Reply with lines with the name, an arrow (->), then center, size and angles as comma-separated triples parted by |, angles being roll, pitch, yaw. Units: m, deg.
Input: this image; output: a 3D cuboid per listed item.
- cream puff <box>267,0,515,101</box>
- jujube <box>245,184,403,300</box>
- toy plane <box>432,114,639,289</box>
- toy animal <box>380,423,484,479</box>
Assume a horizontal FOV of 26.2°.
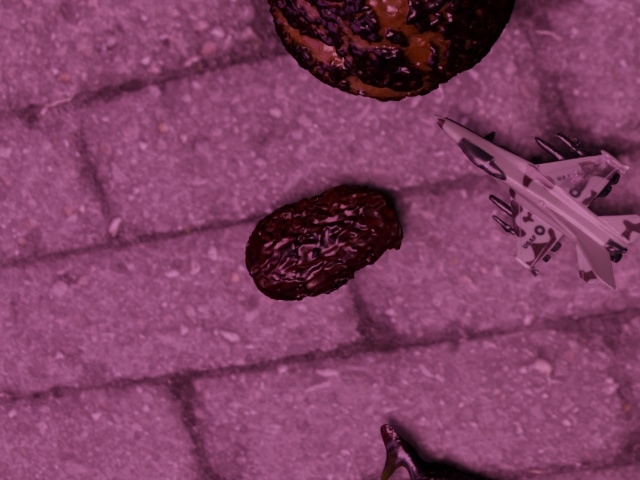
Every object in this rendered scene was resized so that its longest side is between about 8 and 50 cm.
cream puff -> 0.048, -0.224, 1.179 | 0.239, 0.165, 0.239 | 31, 156, 15
jujube -> -0.002, -0.003, 1.372 | 0.166, 0.104, 0.104 | -31, 100, 15
toy plane -> 0.207, -0.049, 1.291 | 0.234, 0.082, 0.160 | 46, 131, 13
toy animal -> 0.138, 0.267, 1.464 | 0.202, 0.070, 0.105 | 42, 107, 1
